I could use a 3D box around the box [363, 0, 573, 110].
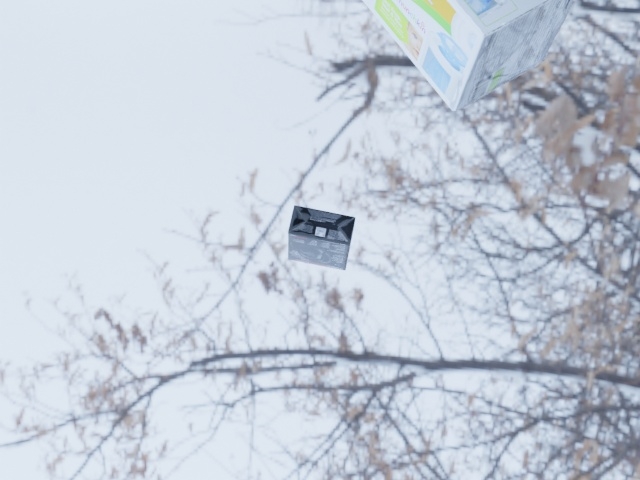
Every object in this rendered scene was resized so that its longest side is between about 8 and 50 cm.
[{"bbox_3d":[0.101,-0.231,0.763,0.103,0.114,0.203,-31,-108,-16],"label":"box"}]

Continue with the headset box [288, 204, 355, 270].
[{"bbox_3d":[0.000,0.000,0.918,0.062,0.083,0.032,11,-110,3],"label":"headset box"}]
